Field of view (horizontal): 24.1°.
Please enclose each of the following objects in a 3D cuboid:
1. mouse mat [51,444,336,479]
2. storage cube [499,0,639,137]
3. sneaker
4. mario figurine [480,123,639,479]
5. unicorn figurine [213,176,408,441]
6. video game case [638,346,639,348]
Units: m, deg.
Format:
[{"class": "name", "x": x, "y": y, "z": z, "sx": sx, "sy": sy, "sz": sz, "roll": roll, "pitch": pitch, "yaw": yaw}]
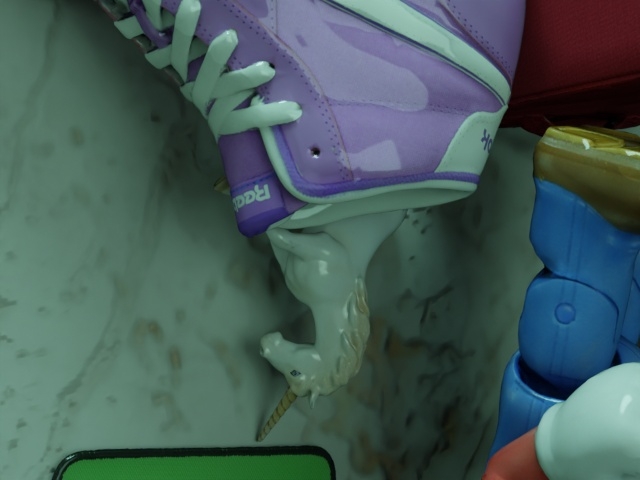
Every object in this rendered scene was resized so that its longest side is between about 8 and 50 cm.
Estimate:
[{"class": "mouse mat", "x": -0.057, "y": 0.191, "z": 0.694, "sx": 0.152, "sy": 0.007, "sz": 0.189, "roll": 5, "pitch": 85, "yaw": -34}, {"class": "storage cube", "x": 0.161, "y": -0.159, "z": 0.754, "sx": 0.184, "sy": 0.193, "sz": 0.215, "roll": -3, "pitch": 88, "yaw": -34}, {"class": "sneaker", "x": -0.049, "y": -0.091, "z": 0.627, "sx": 0.282, "sy": 0.102, "sz": 0.161, "roll": 15, "pitch": 77, "yaw": -11}, {"class": "mario figurine", "x": 0.145, "y": 0.114, "z": 0.706, "sx": 0.198, "sy": 0.170, "sz": 0.320, "roll": 3, "pitch": 103, "yaw": -35}, {"class": "unicorn figurine", "x": 0.000, "y": 0.000, "z": 0.713, "sx": 0.111, "sy": 0.060, "sz": 0.162, "roll": 50, "pitch": 65, "yaw": -16}, {"class": "video game case", "x": 0.226, "y": 0.121, "z": 0.886, "sx": 0.166, "sy": 0.015, "sz": 0.119, "roll": 0, "pitch": 87, "yaw": -34}]
